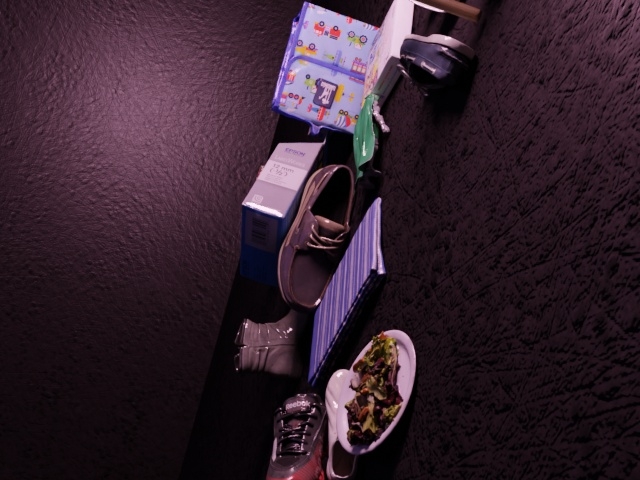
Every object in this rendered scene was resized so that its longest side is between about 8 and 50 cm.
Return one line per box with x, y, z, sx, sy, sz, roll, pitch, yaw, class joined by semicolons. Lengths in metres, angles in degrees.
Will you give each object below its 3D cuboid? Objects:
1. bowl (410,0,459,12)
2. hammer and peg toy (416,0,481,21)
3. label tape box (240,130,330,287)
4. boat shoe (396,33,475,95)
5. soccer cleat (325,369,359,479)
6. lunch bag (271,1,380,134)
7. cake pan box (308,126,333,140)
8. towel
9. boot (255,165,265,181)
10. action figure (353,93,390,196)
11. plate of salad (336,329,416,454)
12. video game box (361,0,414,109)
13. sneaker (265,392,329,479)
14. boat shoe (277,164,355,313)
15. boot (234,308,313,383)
0.217;-0.498;1.568;0.142;0.053;0.142;34;120;32;bowl
0.202;-0.531;1.367;0.127;0.266;0.361;-53;-9;-48;hammer and peg toy
-0.082;-0.096;2.098;0.249;0.115;0.347;96;-167;-47;label tape box
0.187;-0.300;1.478;0.079;0.095;0.254;-62;21;3;boat shoe
0.041;0.300;1.382;0.076;0.068;0.196;100;174;-66;soccer cleat
0.014;-0.396;2.098;0.138;0.221;0.293;156;129;-75;lunch bag
0.048;-0.437;2.389;0.267;0.070;0.245;133;153;-67;cake pan box
0.055;0.110;1.697;0.243;0.040;0.336;-85;18;-54;towel
-0.109;-0.085;2.356;0.085;0.179;0.236;134;151;-67;boot
0.105;-0.223;1.821;0.137;0.064;0.232;120;158;-57;action figure
0.074;0.225;1.297;0.200;0.048;0.199;-46;28;33;plate of salad
0.151;-0.417;1.918;0.187;0.048;0.205;125;158;-54;video game box
-0.038;0.335;1.411;0.276;0.098;0.135;-46;-53;-73;sneaker
-0.007;-0.015;1.900;0.130;0.132;0.355;135;148;-68;boat shoe
-0.109;0.205;1.998;0.083;0.161;0.246;129;155;-62;boot
